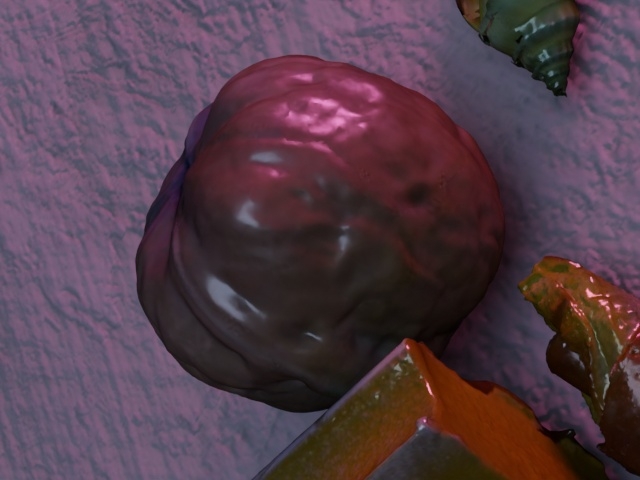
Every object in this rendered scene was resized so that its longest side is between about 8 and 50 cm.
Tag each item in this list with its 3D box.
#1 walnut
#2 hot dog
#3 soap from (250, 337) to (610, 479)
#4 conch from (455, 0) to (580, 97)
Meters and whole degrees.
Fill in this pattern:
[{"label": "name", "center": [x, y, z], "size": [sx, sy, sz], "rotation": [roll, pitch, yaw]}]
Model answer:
[{"label": "walnut", "center": [0.000, 0.001, 0.893], "size": [0.248, 0.248, 0.248], "rotation": [-2, 87, 30]}, {"label": "hot dog", "center": [0.223, 0.111, 0.820], "size": [0.261, 0.123, 0.093], "rotation": [33, 79, 26]}, {"label": "soap", "center": [0.059, 0.233, 0.845], "size": [0.259, 0.143, 0.281], "rotation": [37, 115, -17]}, {"label": "conch", "center": [0.133, -0.190, 0.917], "size": [0.095, 0.079, 0.200], "rotation": [-43, 50, 35]}]
